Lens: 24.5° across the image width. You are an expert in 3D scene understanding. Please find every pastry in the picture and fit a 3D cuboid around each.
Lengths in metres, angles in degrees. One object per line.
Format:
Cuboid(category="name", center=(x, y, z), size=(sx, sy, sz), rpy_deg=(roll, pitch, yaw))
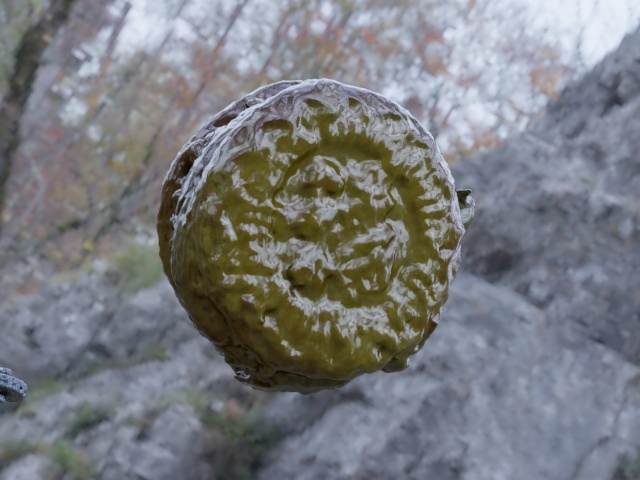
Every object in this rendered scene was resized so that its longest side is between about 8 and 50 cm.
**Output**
Cuboid(category="pastry", center=(0.000, 0.000, 1.098), size=(0.235, 0.240, 0.132), rpy_deg=(37, -12, -16))

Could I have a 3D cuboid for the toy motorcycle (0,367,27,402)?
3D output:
Cuboid(category="toy motorcycle", center=(-0.518, 0.181, 2.012), size=(0.229, 0.094, 0.130), rpy_deg=(2, -23, 14))
